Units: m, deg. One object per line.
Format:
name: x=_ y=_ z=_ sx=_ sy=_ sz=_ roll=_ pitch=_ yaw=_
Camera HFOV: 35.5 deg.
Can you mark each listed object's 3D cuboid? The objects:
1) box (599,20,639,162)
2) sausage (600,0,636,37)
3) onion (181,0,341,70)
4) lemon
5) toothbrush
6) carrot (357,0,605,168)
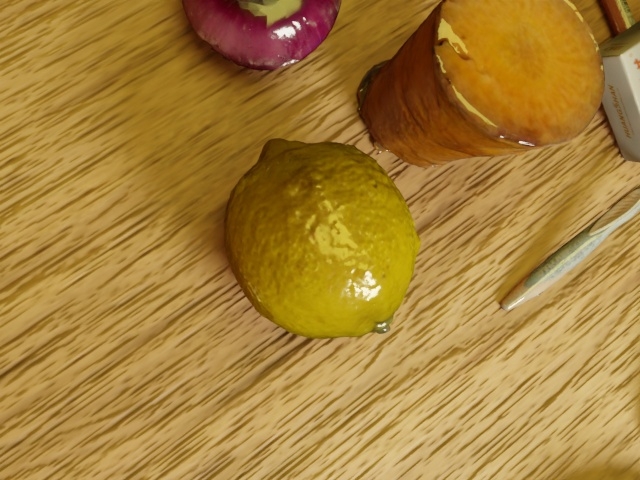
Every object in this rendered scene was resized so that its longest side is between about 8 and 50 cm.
box: x=0.452 y=-0.218 z=1.245 sx=0.233 sy=0.067 sz=0.149 roll=-35 pitch=109 yaw=-19
sausage: x=0.378 y=-0.306 z=1.285 sx=0.029 sy=0.029 sz=0.223 roll=-19 pitch=83 yaw=-19
onion: x=-0.062 y=-0.275 z=1.092 sx=0.177 sy=0.153 sz=0.177 roll=9 pitch=71 yaw=-27
lemon: x=0.000 y=0.000 z=1.025 sx=0.192 sy=0.192 sz=0.231 roll=-30 pitch=87 yaw=-20
toothbrush: x=0.358 y=-0.033 z=1.193 sx=0.375 sy=0.037 sz=0.028 roll=-38 pitch=58 yaw=-8
carrot: x=0.150 y=-0.154 z=1.070 sx=0.196 sy=0.254 sz=0.196 roll=5 pitch=77 yaw=-21
